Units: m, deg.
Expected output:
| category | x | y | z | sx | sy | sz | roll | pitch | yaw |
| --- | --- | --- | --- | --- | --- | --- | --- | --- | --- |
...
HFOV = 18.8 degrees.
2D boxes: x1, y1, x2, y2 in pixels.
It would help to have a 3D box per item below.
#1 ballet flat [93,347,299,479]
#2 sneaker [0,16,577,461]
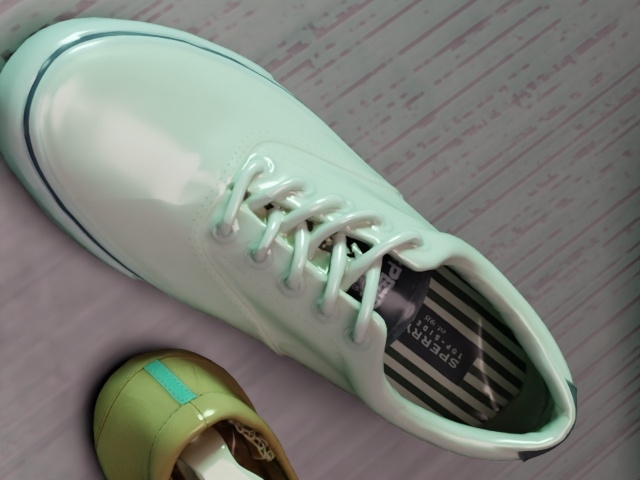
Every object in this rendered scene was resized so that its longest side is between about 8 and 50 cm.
| category | x | y | z | sx | sy | sz | roll | pitch | yaw |
| --- | --- | --- | --- | --- | --- | --- | --- | --- | --- |
| ballet flat | -0.017 | 0.148 | 0.741 | 0.080 | 0.073 | 0.232 | -36 | 114 | -18 |
| sneaker | 0.000 | 0.000 | 0.713 | 0.258 | 0.091 | 0.094 | 31 | 83 | -29 |
